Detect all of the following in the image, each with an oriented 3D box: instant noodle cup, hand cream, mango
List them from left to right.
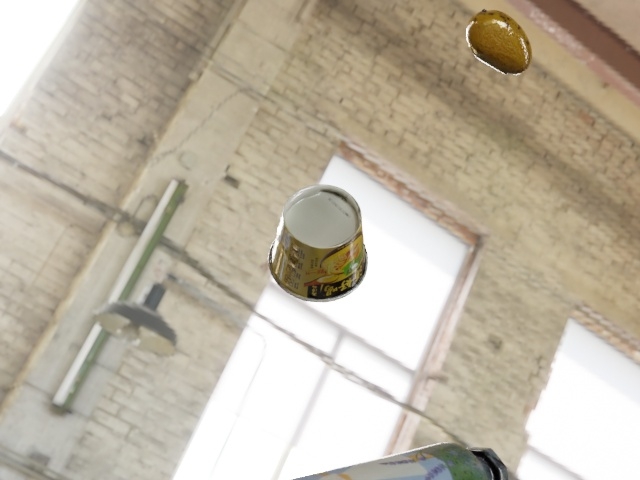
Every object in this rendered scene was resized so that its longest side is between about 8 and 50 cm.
[{"bbox_3d":[0.000,0.000,1.457,0.151,0.151,0.122,22,-31,10],"label":"instant noodle cup"},{"bbox_3d":[0.010,0.160,0.562,0.256,0.055,0.088,-4,29,-39],"label":"hand cream"},{"bbox_3d":[0.268,-0.296,1.503,0.114,0.079,0.057,47,6,2],"label":"mango"}]
